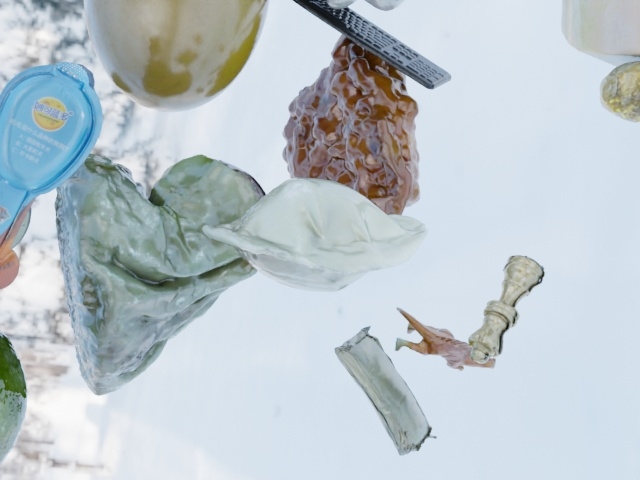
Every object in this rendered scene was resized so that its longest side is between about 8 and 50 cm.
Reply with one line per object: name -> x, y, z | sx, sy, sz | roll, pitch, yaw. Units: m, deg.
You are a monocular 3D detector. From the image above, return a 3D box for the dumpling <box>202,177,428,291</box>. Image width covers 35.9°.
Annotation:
dumpling -> -0.004, 0.000, 1.021 | 0.126, 0.215, 0.166 | -64, 17, 6

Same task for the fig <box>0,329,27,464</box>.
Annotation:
fig -> -0.406, 0.164, 0.972 | 0.235, 0.203, 0.203 | 64, -147, -87

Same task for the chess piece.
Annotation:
chess piece -> 0.258, 0.102, 1.397 | 0.172, 0.060, 0.060 | -58, 4, -25

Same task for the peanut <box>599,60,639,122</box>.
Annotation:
peanut -> 0.484, -0.208, 1.400 | 0.087, 0.206, 0.087 | -179, 90, -68

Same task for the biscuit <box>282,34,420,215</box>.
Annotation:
biscuit -> 0.036, -0.142, 1.544 | 0.312, 0.110, 0.318 | -36, 60, 55

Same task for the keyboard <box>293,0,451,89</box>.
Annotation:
keyboard -> 0.020, -0.328, 1.448 | 0.103, 0.381, 0.041 | -37, -27, -59

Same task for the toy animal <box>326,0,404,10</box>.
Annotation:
toy animal -> 0.070, -0.423, 1.372 | 0.247, 0.183, 0.310 | -41, 26, -7

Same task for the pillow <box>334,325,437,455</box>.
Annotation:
pillow -> 0.102, 0.235, 1.523 | 0.053, 0.208, 0.119 | -35, -6, 21

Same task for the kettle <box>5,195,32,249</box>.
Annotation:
kettle -> -0.512, -0.097, 1.573 | 0.210, 0.160, 0.243 | -44, 18, 5

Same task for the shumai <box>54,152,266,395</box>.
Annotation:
shumai -> -0.182, 0.026, 1.214 | 0.309, 0.263, 0.304 | -137, 40, -63

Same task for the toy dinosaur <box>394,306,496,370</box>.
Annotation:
toy dinosaur -> 0.190, 0.162, 1.510 | 0.212, 0.142, 0.057 | 42, -116, -68

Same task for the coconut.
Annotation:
coconut -> 0.471, -0.360, 1.424 | 0.239, 0.239, 0.244 | -106, 5, -58

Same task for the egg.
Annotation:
egg -> -0.196, -0.327, 1.342 | 0.250, 0.250, 0.323 | 132, 148, -65

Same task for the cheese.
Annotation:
cheese -> -0.306, -0.069, 1.008 | 0.256, 0.106, 0.037 | -63, 17, -4
